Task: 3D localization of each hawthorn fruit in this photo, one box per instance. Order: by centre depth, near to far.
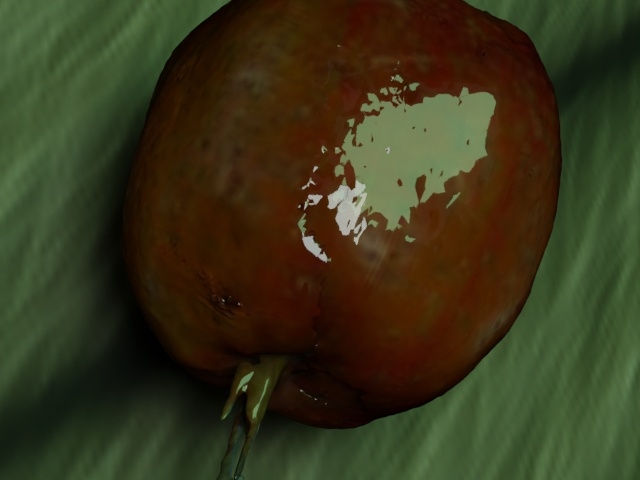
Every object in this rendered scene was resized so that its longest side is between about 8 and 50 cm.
[{"bbox_3d":[0.000,0.000,0.869,0.211,0.211,0.299,34,58,-17],"label":"hawthorn fruit"}]
